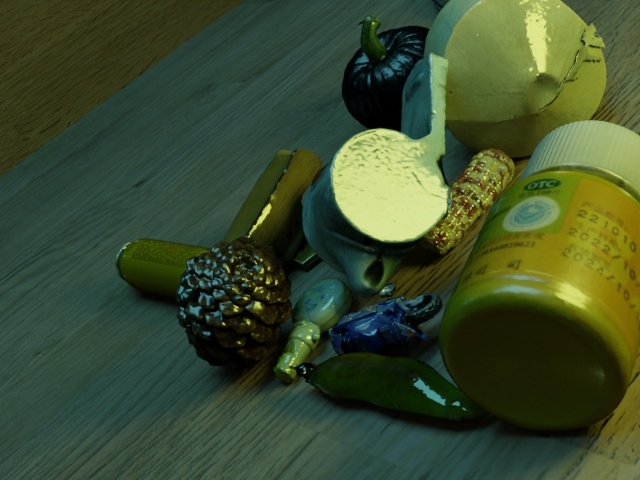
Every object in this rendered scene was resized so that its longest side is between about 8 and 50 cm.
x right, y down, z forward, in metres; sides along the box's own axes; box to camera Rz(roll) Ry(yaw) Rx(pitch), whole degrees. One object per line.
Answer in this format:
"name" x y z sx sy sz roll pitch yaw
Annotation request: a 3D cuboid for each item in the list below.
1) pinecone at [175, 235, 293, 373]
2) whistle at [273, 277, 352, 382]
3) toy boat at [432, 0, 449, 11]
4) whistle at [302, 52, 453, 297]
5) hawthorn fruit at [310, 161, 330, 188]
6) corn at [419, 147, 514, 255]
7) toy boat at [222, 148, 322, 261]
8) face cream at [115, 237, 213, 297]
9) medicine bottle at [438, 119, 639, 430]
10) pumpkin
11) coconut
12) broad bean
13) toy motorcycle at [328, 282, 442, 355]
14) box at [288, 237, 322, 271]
"pinecone" -0.130 0.102 1.568 0.184 0.204 0.179 -28 55 -18
"whistle" -0.013 0.140 1.567 0.104 0.057 0.198 -18 33 43
"toy boat" 0.345 -0.637 2.549 0.141 0.092 0.319 -22 34 13
"whistle" 0.124 -0.106 1.591 0.405 0.188 0.168 -51 0 -25
"hawthorn fruit" 0.088 -0.073 1.734 0.203 0.162 0.162 -22 25 -10
"corn" 0.238 -0.063 1.656 0.079 0.079 0.237 5 45 48
"toy boat" -0.087 -0.025 1.798 0.089 0.121 0.321 -1 52 43
"face cream" -0.286 0.054 1.916 0.349 0.105 0.105 8 44 49
"medicine bottle" 0.304 0.027 1.257 0.224 0.224 0.384 -8 33 36
"pumpkin" 0.144 -0.350 2.060 0.248 0.248 0.248 -23 27 12
"coconut" 0.328 -0.298 1.743 0.323 0.323 0.323 -23 27 12
"broad bean" 0.087 0.191 1.361 0.339 0.061 0.077 2 47 47
"toy motorcycle" 0.083 0.126 1.460 0.205 0.076 0.114 -18 22 44
"box" 0.000 0.000 1.826 0.133 0.023 0.090 -38 26 -18
